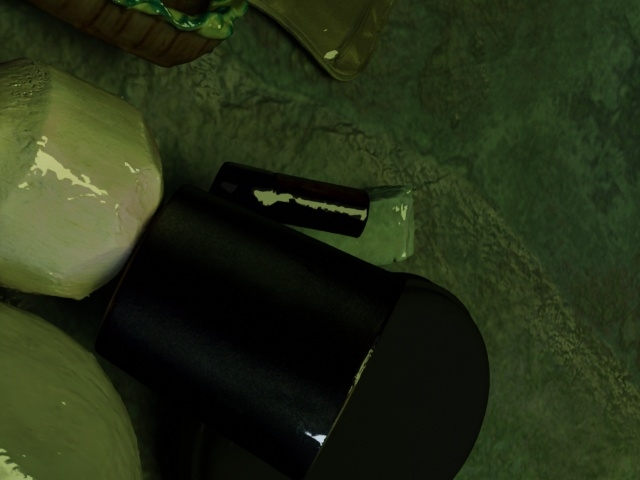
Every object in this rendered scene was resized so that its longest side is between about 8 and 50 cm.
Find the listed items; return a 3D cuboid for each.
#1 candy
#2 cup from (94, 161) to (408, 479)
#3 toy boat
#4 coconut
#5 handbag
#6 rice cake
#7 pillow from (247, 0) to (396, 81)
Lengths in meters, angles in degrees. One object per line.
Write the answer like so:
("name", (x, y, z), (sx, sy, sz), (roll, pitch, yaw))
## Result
("candy", (-0.244, 0.176, 0.976), (0.295, 0.185, 0.296), (-10, 106, -36))
("cup", (-0.046, 0.050, 1.066), (0.166, 0.177, 0.239), (-64, 178, 23))
("toy boat", (-0.188, -0.215, 1.034), (0.293, 0.108, 0.099), (32, 106, -33))
("coconut", (-0.192, -0.034, 1.012), (0.183, 0.171, 0.171), (33, 74, -35))
("handbag", (0.010, 0.153, 1.224), (0.308, 0.093, 0.254), (-16, 119, -32))
("rice cake", (0.001, 0.000, 1.241), (0.206, 0.063, 0.069), (-15, 112, -37))
("pillow", (-0.016, -0.234, 1.220), (0.217, 0.033, 0.130), (31, 78, -39))
